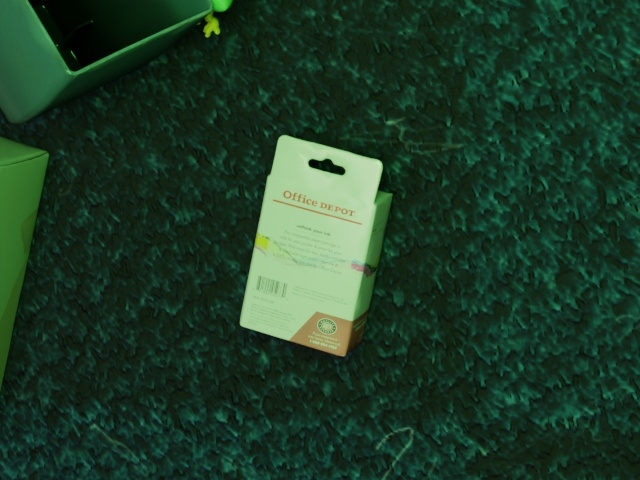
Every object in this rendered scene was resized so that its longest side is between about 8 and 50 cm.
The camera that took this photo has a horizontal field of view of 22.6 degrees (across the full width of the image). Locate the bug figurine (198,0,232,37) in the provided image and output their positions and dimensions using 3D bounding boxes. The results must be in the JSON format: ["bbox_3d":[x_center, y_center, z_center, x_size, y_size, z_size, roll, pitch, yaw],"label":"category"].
[{"bbox_3d":[-0.094,-0.335,1.520,0.279,0.072,0.216,-42,62,19],"label":"bug figurine"}]

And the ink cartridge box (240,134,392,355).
[{"bbox_3d":[0.000,0.000,1.569,0.115,0.067,0.198,16,105,15],"label":"ink cartridge box"}]

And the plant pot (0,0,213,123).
[{"bbox_3d":[-0.247,-0.213,1.532,0.166,0.165,0.234,58,149,2],"label":"plant pot"}]

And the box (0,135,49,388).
[{"bbox_3d":[-0.400,0.040,1.680,0.148,0.121,0.311,20,105,14],"label":"box"}]
